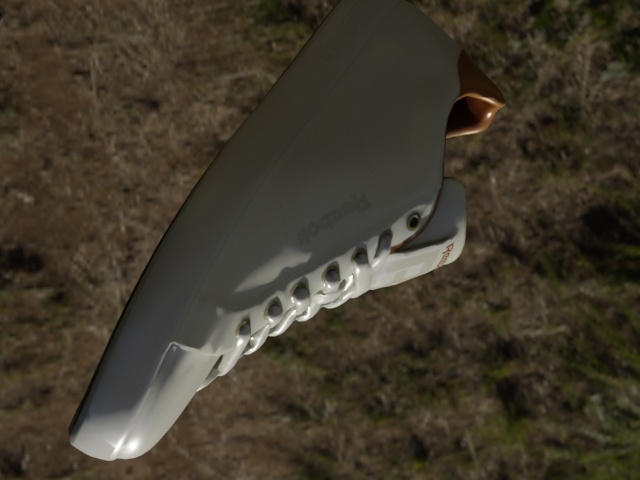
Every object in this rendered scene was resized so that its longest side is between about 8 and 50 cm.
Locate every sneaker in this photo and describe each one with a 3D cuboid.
[{"bbox_3d":[0.000,0.000,0.634,0.123,0.290,0.106,35,154,-1],"label":"sneaker"}]

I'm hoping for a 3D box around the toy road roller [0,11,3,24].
[{"bbox_3d":[-0.414,-0.142,0.931,0.329,0.240,0.202,-33,96,33],"label":"toy road roller"}]
